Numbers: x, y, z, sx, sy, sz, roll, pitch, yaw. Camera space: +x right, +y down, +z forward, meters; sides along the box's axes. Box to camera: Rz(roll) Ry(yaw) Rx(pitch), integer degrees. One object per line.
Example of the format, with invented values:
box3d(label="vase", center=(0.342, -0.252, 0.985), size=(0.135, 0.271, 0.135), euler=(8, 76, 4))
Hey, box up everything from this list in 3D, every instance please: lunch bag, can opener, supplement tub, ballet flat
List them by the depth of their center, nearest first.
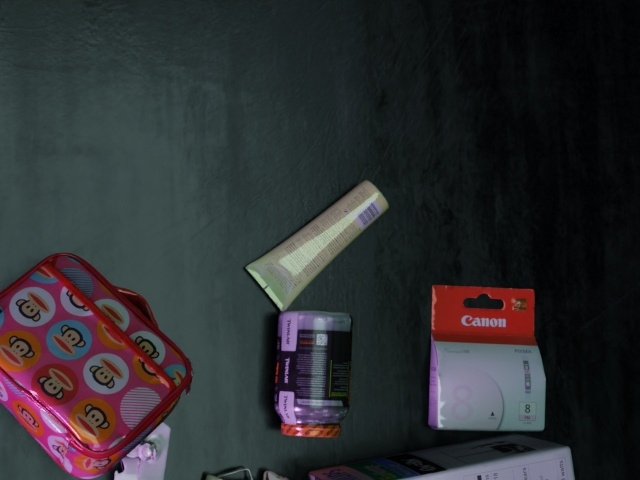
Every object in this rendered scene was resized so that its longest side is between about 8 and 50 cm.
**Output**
box3d(label="lunch bag", center=(-0.336, 0.167, 1.801), size=(0.293, 0.120, 0.258), euler=(42, 54, 8))
box3d(label="can opener", center=(-0.275, 0.389, 1.864), size=(0.074, 0.093, 0.280), euler=(7, 92, -13))
box3d(label="ballet flat", center=(-0.096, 0.375, 1.923), size=(0.168, 0.057, 0.052), euler=(1, 76, -16))
box3d(label="supplement tub", center=(-0.011, 0.204, 1.927), size=(0.117, 0.117, 0.190), euler=(5, 84, -15))

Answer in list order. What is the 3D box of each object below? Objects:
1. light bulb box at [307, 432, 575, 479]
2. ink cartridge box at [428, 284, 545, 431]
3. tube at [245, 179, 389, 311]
box3d(label="light bulb box", center=(0.197, 0.503, 1.904), size=(0.361, 0.225, 0.357), euler=(-7, 88, -15))
box3d(label="ink cartridge box", center=(0.271, 0.192, 2.038), size=(0.189, 0.066, 0.232), euler=(3, 89, -15))
box3d(label="tube", center=(0.000, 0.000, 1.981), size=(0.240, 0.062, 0.070), euler=(-41, 53, -10))
